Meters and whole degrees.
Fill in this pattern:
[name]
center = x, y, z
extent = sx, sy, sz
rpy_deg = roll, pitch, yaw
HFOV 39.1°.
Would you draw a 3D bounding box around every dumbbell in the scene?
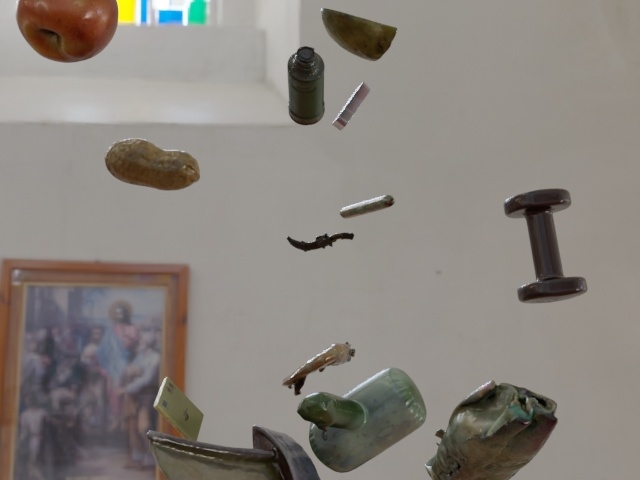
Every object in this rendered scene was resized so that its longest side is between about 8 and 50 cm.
[dumbbell]
center = 0.453, 0.012, 1.823
extent = 0.140, 0.226, 0.124
rpy_deg = -6, -10, -3

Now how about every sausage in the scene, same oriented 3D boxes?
[sausage]
center = 0.112, -0.081, 2.207
extent = 0.032, 0.033, 0.269
rpy_deg = 4, -7, -25

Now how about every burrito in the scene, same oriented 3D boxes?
[burrito]
center = 0.172, 0.223, 0.956
extent = 0.096, 0.066, 0.309
rpy_deg = 10, -29, 1

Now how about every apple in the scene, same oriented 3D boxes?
[apple]
center = -0.403, -0.365, 1.442
extent = 0.163, 0.139, 0.163
rpy_deg = 15, -32, 10

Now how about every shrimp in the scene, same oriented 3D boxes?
[shrimp]
center = -0.001, 0.253, 1.792
extent = 0.152, 0.046, 0.219
rpy_deg = -38, -12, 15

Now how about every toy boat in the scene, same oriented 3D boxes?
[toy boat]
center = -0.115, 0.419, 1.478
extent = 0.293, 0.276, 0.111
rpy_deg = 0, -52, -44

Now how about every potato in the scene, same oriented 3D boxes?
[potato]
center = 0.070, -0.429, 1.889
extent = 0.120, 0.081, 0.149
rpy_deg = 10, 12, -28

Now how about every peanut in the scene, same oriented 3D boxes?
[peanut]
center = -0.361, -0.162, 1.926
extent = 0.225, 0.095, 0.108
rpy_deg = 14, -28, 17

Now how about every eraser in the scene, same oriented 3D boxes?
[eraser]
center = 0.066, -0.284, 1.905
extent = 0.026, 0.105, 0.065
rpy_deg = 36, -8, -8

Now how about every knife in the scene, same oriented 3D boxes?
[knife]
center = 0.002, 0.005, 2.072
extent = 0.222, 0.046, 0.021
rpy_deg = -4, 29, 48

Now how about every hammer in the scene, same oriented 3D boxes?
[hammer]
center = 0.044, 0.281, 1.438
extent = 0.206, 0.119, 0.335
rpy_deg = -36, -22, 8

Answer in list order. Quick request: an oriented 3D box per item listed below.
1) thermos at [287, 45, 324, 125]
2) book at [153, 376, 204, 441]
[thermos]
center = -0.023, -0.297, 1.690
extent = 0.083, 0.073, 0.188
rpy_deg = -41, -17, -17
[book]
center = -0.256, 0.310, 1.632
extent = 0.014, 0.077, 0.111
rpy_deg = -28, -65, 22
